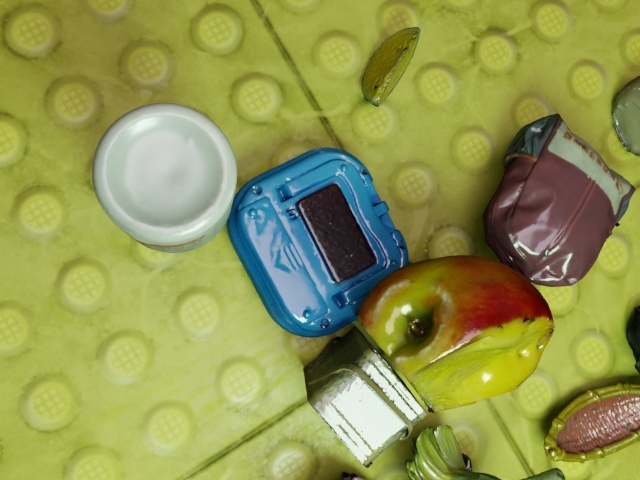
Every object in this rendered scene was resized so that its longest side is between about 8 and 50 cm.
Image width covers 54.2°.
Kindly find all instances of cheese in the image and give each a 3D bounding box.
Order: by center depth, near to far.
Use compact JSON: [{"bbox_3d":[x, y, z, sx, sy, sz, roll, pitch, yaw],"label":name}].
[{"bbox_3d":[0.762,-0.291,1.392,0.202,0.091,0.176,-15,90,-10],"label":"cheese"}]

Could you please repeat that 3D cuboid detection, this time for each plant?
[{"bbox_3d":[0.290,0.474,1.171,0.306,0.261,0.297,44,93,-8],"label":"plant"}]

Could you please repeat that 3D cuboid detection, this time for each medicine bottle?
[{"bbox_3d":[-0.253,-0.085,1.065,0.210,0.371,0.211,1,85,-11],"label":"medicine bottle"}]

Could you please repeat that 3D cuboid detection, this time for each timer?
[{"bbox_3d":[0.000,0.000,1.225,0.309,0.115,0.340,-28,92,-17],"label":"timer"}]

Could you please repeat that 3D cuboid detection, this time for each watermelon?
[{"bbox_3d":[0.132,-0.361,1.295,0.075,0.092,0.182,30,90,8],"label":"watermelon"}]

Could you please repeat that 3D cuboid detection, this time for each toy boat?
[{"bbox_3d":[0.593,0.382,1.313,0.317,0.099,0.141,-19,89,-13],"label":"toy boat"}]

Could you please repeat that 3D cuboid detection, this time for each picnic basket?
[{"bbox_3d":[0.073,0.274,1.151,0.139,0.266,0.165,-41,95,-1],"label":"picnic basket"}]

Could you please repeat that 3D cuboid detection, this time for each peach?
[{"bbox_3d":[0.254,0.156,1.153,0.306,0.380,0.242,-35,52,7],"label":"peach"}]

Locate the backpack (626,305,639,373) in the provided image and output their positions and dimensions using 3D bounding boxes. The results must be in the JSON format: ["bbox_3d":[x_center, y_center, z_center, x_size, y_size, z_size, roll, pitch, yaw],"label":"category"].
[{"bbox_3d":[0.749,0.234,1.302,0.206,0.133,0.258,-3,42,-8],"label":"backpack"}]

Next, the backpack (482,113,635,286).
[{"bbox_3d":[0.464,-0.055,1.266,0.283,0.197,0.317,36,70,-8],"label":"backpack"}]

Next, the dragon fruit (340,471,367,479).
[{"bbox_3d":[0.042,0.622,1.122,0.296,0.314,0.263,43,98,-1],"label":"dragon fruit"}]
